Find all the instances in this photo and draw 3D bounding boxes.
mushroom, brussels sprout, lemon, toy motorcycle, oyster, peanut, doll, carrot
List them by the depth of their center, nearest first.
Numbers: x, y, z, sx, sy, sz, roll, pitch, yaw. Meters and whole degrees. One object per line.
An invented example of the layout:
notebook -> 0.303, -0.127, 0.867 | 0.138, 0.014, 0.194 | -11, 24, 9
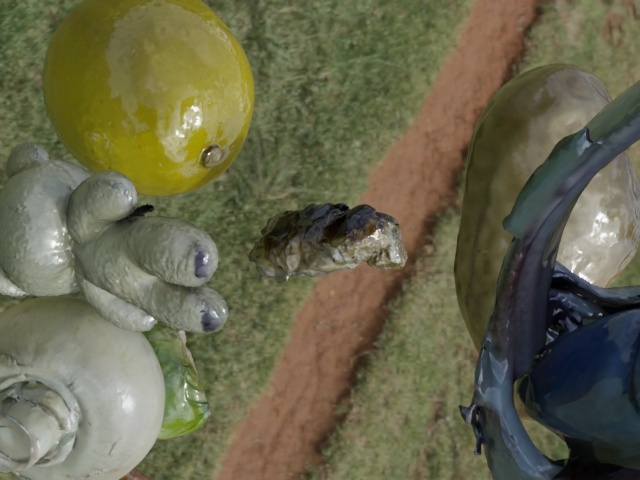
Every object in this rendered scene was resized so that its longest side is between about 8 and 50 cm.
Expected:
toy motorcycle -> 0.191, 0.047, 0.369 | 0.241, 0.319, 0.182 | 22, 56, -22
doll -> -0.208, 0.008, 0.970 | 0.149, 0.278, 0.175 | -6, 114, -63
peanut -> 0.241, 0.007, 1.001 | 0.169, 0.192, 0.387 | -101, -165, -79
mushroom -> -0.308, 0.186, 1.077 | 0.202, 0.246, 0.246 | -46, 122, -61
brussels sprout -> -0.220, 0.188, 1.231 | 0.122, 0.149, 0.152 | -18, 61, -13
oyster -> 0.012, -0.009, 1.395 | 0.107, 0.232, 0.162 | 74, 31, -47
lemon -> -0.266, -0.235, 1.483 | 0.348, 0.348, 0.348 | 5, 84, -49
carrot -> -0.300, 0.394, 1.542 | 0.093, 0.032, 0.032 | 36, 58, -13
